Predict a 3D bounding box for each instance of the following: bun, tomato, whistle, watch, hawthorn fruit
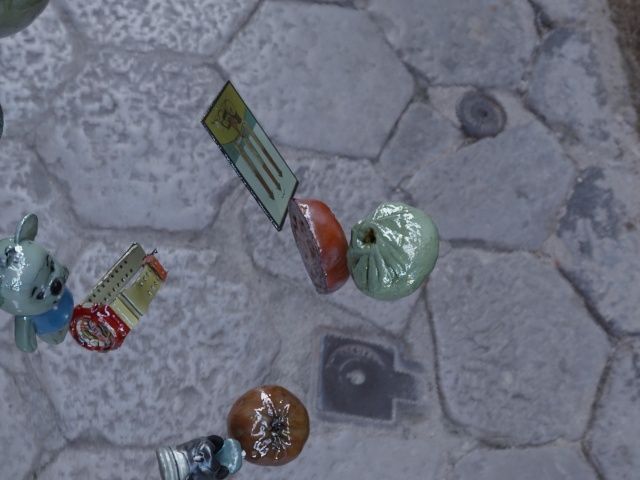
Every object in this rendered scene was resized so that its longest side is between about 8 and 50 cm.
[{"bbox_3d":[0.120,0.012,1.475,0.118,0.195,0.195,29,53,-31],"label":"bun"},{"bbox_3d":[0.003,0.001,1.677,0.085,0.225,0.224,-20,68,-8],"label":"tomato"},{"bbox_3d":[-0.306,0.064,0.879,0.077,0.235,0.113,14,64,3],"label":"whistle"},{"bbox_3d":[-0.349,0.084,1.449,0.102,0.165,0.268,55,41,-23],"label":"watch"},{"bbox_3d":[-0.108,0.321,1.428,0.149,0.189,0.149,-5,98,-40],"label":"hawthorn fruit"}]

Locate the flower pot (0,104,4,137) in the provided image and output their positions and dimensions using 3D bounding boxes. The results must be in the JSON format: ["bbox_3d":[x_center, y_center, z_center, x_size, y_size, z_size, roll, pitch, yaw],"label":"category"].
[{"bbox_3d":[-0.727,-0.171,1.426,0.299,0.283,0.298,35,42,-40],"label":"flower pot"}]

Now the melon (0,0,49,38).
[{"bbox_3d":[-0.605,-0.480,1.419,0.308,0.271,0.271,13,56,18],"label":"melon"}]

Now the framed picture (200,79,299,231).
[{"bbox_3d":[-0.161,-0.206,1.931,0.323,0.013,0.244,55,26,-23],"label":"framed picture"}]

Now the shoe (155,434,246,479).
[{"bbox_3d":[-0.138,0.267,0.964,0.100,0.169,0.071,-16,72,-7],"label":"shoe"}]
